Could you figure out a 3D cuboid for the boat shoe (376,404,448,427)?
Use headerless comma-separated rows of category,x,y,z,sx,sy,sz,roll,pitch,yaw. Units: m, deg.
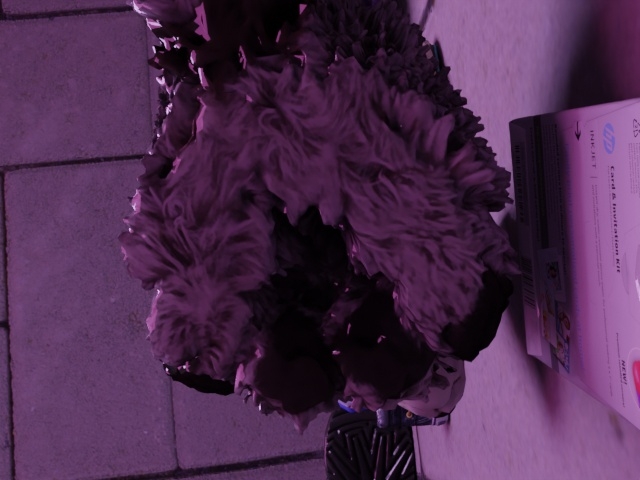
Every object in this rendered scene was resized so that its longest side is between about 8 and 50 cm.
boat shoe,0.094,0.123,1.009,0.065,0.083,0.183,103,161,-79

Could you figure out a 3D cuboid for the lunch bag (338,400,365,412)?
lunch bag,0.000,0.000,1.192,0.328,0.239,0.385,87,167,-54

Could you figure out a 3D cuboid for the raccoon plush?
raccoon plush,0.026,-0.087,0.583,0.299,0.216,0.446,-30,-62,-73

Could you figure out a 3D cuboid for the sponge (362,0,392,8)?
sponge,0.063,-0.361,1.185,0.117,0.031,0.210,91,173,-66

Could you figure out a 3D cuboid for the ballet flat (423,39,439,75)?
ballet flat,0.097,-0.122,0.840,0.057,0.052,0.168,90,173,-55

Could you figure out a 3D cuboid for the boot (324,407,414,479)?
boot,0.071,0.385,1.406,0.260,0.131,0.348,-137,41,-85

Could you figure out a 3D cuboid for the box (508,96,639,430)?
box,0.142,0.005,0.439,0.186,0.038,0.145,-122,26,-85
